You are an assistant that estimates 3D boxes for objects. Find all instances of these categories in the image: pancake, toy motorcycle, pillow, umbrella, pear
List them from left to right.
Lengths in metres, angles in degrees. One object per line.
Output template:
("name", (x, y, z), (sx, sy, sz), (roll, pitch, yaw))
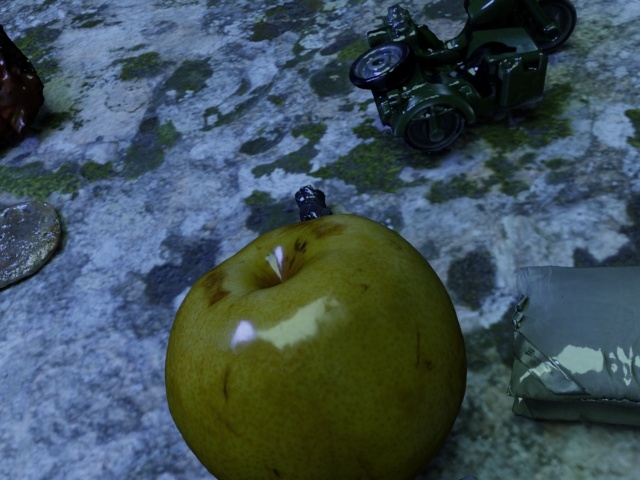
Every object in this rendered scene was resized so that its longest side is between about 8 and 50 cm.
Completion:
("pancake", (-0.373, 0.004, 0.800), (0.139, 0.022, 0.140), (-9, 47, 10))
("umbrella", (0.000, 0.000, 0.674), (0.037, 0.040, 0.144), (-10, 46, -4))
("pear", (0.000, 0.093, 0.476), (0.208, 0.209, 0.209), (-9, 46, 10))
("toy motorcycle", (0.169, -0.210, 0.757), (0.275, 0.127, 0.205), (-16, 42, 7))
("pillow", (0.236, 0.076, 0.499), (0.181, 0.078, 0.134), (2, 48, 18))

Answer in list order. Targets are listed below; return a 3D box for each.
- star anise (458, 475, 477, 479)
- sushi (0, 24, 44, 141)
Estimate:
("star anise", (-0.020, 0.232, 0.418), (0.227, 0.219, 0.148), (5, 6, 4))
("sushi", (-0.569, -0.189, 0.926), (0.343, 0.197, 0.182), (-30, 41, -11))
